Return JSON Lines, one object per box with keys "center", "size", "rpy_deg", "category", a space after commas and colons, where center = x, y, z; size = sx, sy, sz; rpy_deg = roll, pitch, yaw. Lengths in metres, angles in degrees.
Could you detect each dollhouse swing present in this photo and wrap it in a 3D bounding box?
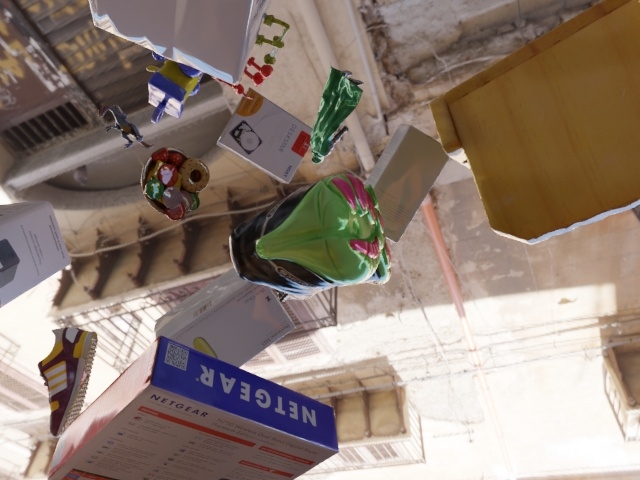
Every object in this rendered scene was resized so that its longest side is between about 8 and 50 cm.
{"center": [0.415, -0.169, 0.746], "size": [0.347, 0.315, 0.304], "rpy_deg": [-26, -106, 29], "category": "dollhouse swing"}

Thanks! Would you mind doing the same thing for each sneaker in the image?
{"center": [-0.464, 0.249, 0.804], "size": [0.084, 0.069, 0.185], "rpy_deg": [11, -109, -9], "category": "sneaker"}
{"center": [0.000, 0.000, 0.729], "size": [0.202, 0.483, 0.185], "rpy_deg": [-12, -99, 12], "category": "sneaker"}

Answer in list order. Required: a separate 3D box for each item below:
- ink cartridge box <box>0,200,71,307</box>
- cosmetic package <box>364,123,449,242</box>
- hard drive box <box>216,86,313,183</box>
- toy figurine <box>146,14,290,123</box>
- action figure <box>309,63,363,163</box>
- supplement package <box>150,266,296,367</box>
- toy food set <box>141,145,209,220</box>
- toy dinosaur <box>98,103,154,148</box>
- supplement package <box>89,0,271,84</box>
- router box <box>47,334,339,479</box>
{"center": [-0.524, 0.042, 0.606], "size": [0.199, 0.114, 0.273], "rpy_deg": [-3, -159, 10], "category": "ink cartridge box"}
{"center": [0.170, -0.124, 0.984], "size": [0.231, 0.117, 0.085], "rpy_deg": [-59, -165, 8], "category": "cosmetic package"}
{"center": [-0.157, -0.301, 1.319], "size": [0.181, 0.232, 0.089], "rpy_deg": [-62, -160, -1], "category": "hard drive box"}
{"center": [-0.223, -0.294, 0.823], "size": [0.217, 0.191, 0.362], "rpy_deg": [-56, -163, -13], "category": "toy figurine"}
{"center": [0.025, -0.281, 1.066], "size": [0.064, 0.232, 0.137], "rpy_deg": [-3, -135, -34], "category": "action figure"}
{"center": [-0.218, 0.184, 0.999], "size": [0.262, 0.145, 0.204], "rpy_deg": [-35, -164, -9], "category": "supplement package"}
{"center": [-0.169, -0.067, 0.523], "size": [0.020, 0.083, 0.082], "rpy_deg": [6, -108, 35], "category": "toy food set"}
{"center": [-0.353, -0.202, 0.799], "size": [0.047, 0.090, 0.082], "rpy_deg": [-37, -104, -1], "category": "toy dinosaur"}
{"center": [-0.117, -0.333, 0.430], "size": [0.293, 0.178, 0.175], "rpy_deg": [134, -26, -65], "category": "supplement package"}
{"center": [-0.192, 0.322, 0.720], "size": [0.301, 0.335, 0.082], "rpy_deg": [-42, -148, 24], "category": "router box"}
